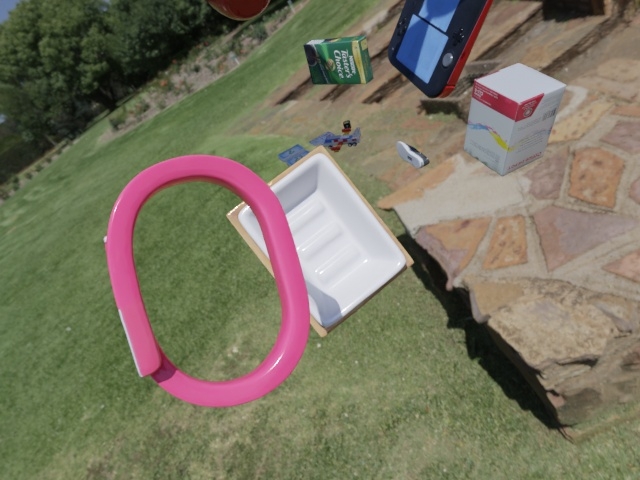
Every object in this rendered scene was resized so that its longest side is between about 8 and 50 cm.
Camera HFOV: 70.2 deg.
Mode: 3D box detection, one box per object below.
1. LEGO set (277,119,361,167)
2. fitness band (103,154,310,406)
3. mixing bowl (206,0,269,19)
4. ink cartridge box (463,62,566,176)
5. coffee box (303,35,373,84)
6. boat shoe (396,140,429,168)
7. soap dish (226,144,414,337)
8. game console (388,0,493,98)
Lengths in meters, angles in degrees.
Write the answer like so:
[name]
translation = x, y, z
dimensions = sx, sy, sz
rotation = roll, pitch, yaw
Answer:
[LEGO set]
translation = 0.006, -0.289, 1.333
dimensions = 0.244, 0.060, 0.182
rotation = -30, 36, -12
[fitness band]
translation = -0.125, 0.047, 0.528
dimensions = 0.209, 0.290, 0.054
rotation = -15, 0, -24
[mixing bowl]
translation = -0.171, -0.548, 0.977
dimensions = 0.181, 0.181, 0.098
rotation = -30, 66, 10
[ink cartridge box]
translation = 0.401, -0.254, 0.964
dimensions = 0.128, 0.176, 0.127
rotation = -24, 48, -17
[coffee box]
translation = 0.045, -0.467, 1.190
dimensions = 0.184, 0.113, 0.040
rotation = 16, 46, 37
[boat shoe]
translation = 0.292, -0.273, 1.448
dimensions = 0.040, 0.049, 0.142
rotation = -18, 46, -19
[soap dish]
translation = 0.000, 0.000, 0.878
dimensions = 0.229, 0.291, 0.118
rotation = -38, 0, -8
[game console]
translation = 0.350, -0.659, 1.409
dimensions = 0.060, 0.342, 0.386
rotation = -2, 41, -23
